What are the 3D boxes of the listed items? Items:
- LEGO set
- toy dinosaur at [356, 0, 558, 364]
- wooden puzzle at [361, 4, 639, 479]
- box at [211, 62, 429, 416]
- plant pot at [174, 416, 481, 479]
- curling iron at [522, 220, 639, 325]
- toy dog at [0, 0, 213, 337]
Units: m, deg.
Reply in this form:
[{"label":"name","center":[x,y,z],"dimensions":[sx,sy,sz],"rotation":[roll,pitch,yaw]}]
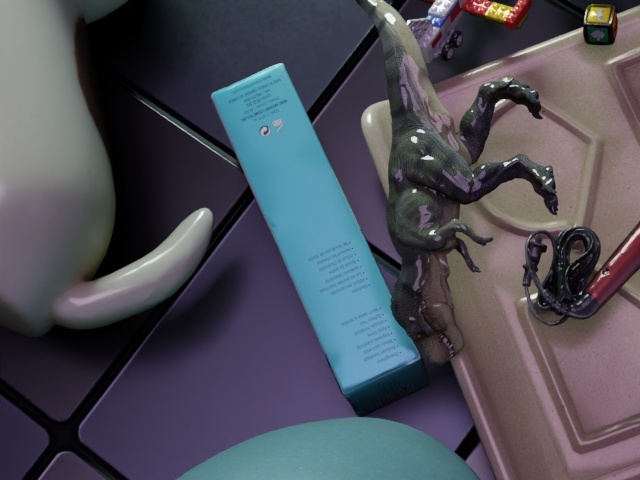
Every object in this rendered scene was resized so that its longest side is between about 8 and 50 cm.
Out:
[{"label":"LEGO set","center":[0.132,-0.226,1.002],"dimensions":[0.182,0.060,0.244],"rotation":[-19,52,3]},{"label":"toy dinosaur","center":[0.092,-0.057,0.882],"dimensions":[0.118,0.064,0.268],"rotation":[-9,76,9]},{"label":"wooden puzzle","center":[0.240,-0.004,0.947],"dimensions":[0.348,0.080,0.322],"rotation":[-19,72,-2]},{"label":"box","center":[0.000,0.000,0.965],"dimensions":[0.060,0.100,0.244],"rotation":[-25,72,0]},{"label":"plant pot","center":[0.014,0.225,0.830],"dimensions":[0.290,0.290,0.195],"rotation":[20,41,14]},{"label":"curling iron","center":[0.239,-0.045,0.899],"dimensions":[0.274,0.035,0.068],"rotation":[-41,74,-9]},{"label":"toy dog","center":[-0.247,-0.159,0.961],"dimensions":[0.395,0.284,0.407],"rotation":[13,74,12]}]
